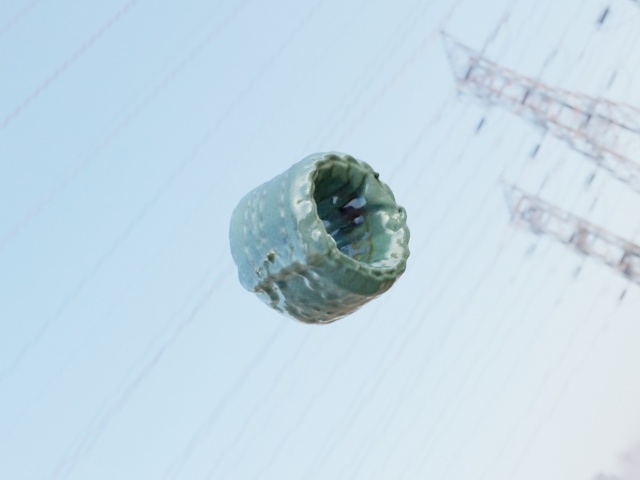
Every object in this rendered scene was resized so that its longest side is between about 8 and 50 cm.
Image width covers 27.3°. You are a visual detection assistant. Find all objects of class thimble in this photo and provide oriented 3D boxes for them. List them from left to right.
[{"bbox_3d":[0.000,0.000,1.630,0.143,0.198,0.235,-31,-4,36],"label":"thimble"}]
